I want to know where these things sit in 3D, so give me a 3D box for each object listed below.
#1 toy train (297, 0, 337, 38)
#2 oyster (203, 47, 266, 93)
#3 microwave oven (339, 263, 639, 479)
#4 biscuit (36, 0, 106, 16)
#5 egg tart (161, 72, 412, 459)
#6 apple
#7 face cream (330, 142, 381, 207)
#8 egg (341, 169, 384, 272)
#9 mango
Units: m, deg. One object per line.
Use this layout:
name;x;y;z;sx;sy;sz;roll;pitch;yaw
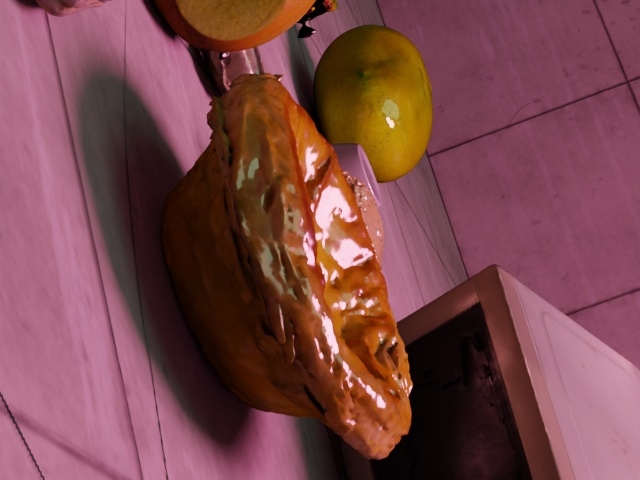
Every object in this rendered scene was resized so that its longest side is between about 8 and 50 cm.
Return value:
toy train;-0.062;-0.378;1.731;0.160;0.101;0.296;15;58;-73
oyster;-0.083;-0.185;1.392;0.108;0.053;0.165;22;53;-53
microwave oven;0.171;0.253;1.292;0.286;0.218;0.355;34;33;-43
biscuit;-0.205;-0.343;0.914;0.144;0.079;0.426;-77;146;-77
egg tart;-0.029;0.024;1.048;0.295;0.116;0.294;-18;90;-80
apple;-0.072;-0.241;1.268;0.146;0.147;0.163;-100;165;-52
face cream;0.004;-0.046;1.458;0.091;0.095;0.091;-20;90;-80
egg;0.000;0.000;1.271;0.140;0.116;0.118;69;-20;-5
mango;0.068;-0.165;1.960;0.273;0.149;0.185;-86;162;-56
